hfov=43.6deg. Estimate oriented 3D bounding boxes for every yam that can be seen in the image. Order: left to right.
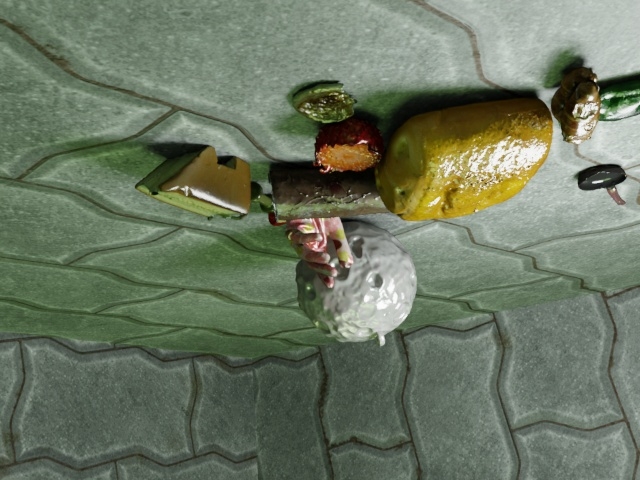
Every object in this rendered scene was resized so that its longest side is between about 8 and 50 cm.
[{"bbox_3d":[0.019,-0.107,1.787,0.280,0.131,0.131,-4,164,-10],"label":"yam"}]

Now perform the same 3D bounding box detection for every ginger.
[{"bbox_3d":[0.469,-0.255,1.445,0.073,0.103,0.162,-12,150,-4],"label":"ginger"}]

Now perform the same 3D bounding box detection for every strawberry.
[{"bbox_3d":[0.054,-0.189,1.570,0.145,0.086,0.145,-5,167,-1],"label":"strawberry"}]

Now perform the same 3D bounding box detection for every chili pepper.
[{"bbox_3d":[0.561,-0.260,1.512,0.224,0.061,0.098,-10,156,25],"label":"chili pepper"}]

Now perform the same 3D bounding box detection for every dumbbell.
[{"bbox_3d":[-0.140,-0.100,1.894,0.052,0.046,0.118,-5,165,20],"label":"dumbbell"}]

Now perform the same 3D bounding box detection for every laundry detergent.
[{"bbox_3d":[-0.045,-0.061,2.043,0.165,0.049,0.097,0,-177,-20],"label":"laundry detergent"}]

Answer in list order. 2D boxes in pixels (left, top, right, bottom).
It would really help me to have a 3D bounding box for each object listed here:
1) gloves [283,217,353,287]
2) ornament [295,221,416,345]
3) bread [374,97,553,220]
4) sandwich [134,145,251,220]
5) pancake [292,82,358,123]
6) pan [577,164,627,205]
[{"bbox_3d":[-0.010,0.002,1.927,0.126,0.241,0.145,-14,161,29],"label":"gloves"},{"bbox_3d":[0.096,0.103,2.174,0.337,0.337,0.337,-4,164,-1],"label":"ornament"},{"bbox_3d":[0.290,-0.151,1.608,0.337,0.148,0.328,-10,165,-12],"label":"bread"},{"bbox_3d":[-0.263,-0.123,1.654,0.122,0.128,0.236,-11,162,33],"label":"sandwich"},{"bbox_3d":[0.007,-0.251,1.467,0.116,0.022,0.129,-12,158,22],"label":"pancake"},{"bbox_3d":[0.717,-0.139,1.989,0.115,0.040,0.212,-17,152,34],"label":"pan"}]
